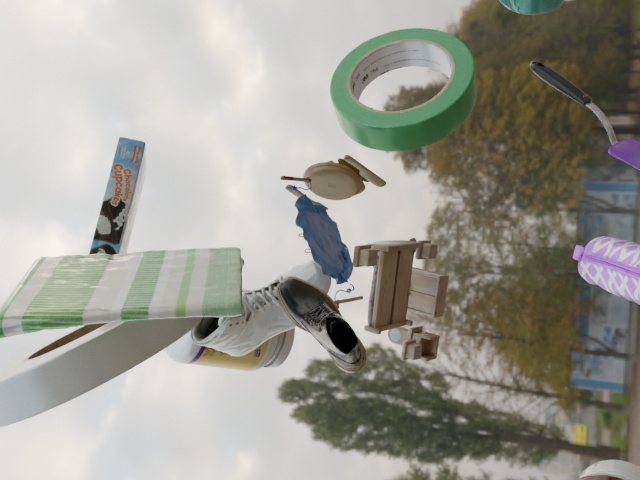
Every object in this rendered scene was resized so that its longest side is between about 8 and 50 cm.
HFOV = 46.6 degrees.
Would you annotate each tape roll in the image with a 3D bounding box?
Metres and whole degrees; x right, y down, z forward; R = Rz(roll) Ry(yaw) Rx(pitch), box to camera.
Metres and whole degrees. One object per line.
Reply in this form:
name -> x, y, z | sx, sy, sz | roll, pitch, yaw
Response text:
tape roll -> -0.385, 0.183, 1.256 | 0.072, 0.391, 0.392 | 64, -155, -7
tape roll -> 0.183, -0.340, 1.651 | 0.077, 0.321, 0.321 | 66, -147, -51

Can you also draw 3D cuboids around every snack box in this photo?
snack box -> -0.423, -0.031, 1.542 | 0.187, 0.060, 0.322 | 130, 150, -70

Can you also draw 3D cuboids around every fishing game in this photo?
fishing game -> 0.000, 0.000, 1.391 | 0.264, 0.041, 0.189 | 65, -159, 6

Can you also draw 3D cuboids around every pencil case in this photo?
pencil case -> 0.456, 0.051, 1.049 | 0.206, 0.088, 0.087 | -150, 68, -68

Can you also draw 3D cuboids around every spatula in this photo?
spatula -> 0.459, -0.208, 1.239 | 0.084, 0.296, 0.030 | -25, -25, -35

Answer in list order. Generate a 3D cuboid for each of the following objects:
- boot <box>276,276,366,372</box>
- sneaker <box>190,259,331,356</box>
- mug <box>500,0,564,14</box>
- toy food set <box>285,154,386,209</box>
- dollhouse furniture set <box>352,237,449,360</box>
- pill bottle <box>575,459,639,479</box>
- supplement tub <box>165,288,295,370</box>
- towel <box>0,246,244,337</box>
boot -> 0.001, 0.117, 1.193 | 0.077, 0.198, 0.137 | -45, -17, -10
sneaker -> -0.123, 0.131, 1.481 | 0.108, 0.292, 0.169 | 58, -164, 27
mug -> 0.389, -0.502, 1.357 | 0.097, 0.129, 0.158 | 78, -171, -56
toy food set -> 0.029, -0.125, 1.520 | 0.132, 0.192, 0.039 | 33, -129, -34
dollhouse furniture set -> 0.127, 0.142, 1.726 | 0.355, 0.173, 0.304 | -3, -78, -50
pill bottle -> 0.539, 0.585, 1.412 | 0.392, 0.224, 0.224 | -19, -69, -58
supplement tub -> -0.266, 0.254, 2.172 | 0.331, 0.241, 0.241 | 13, -102, -34
towel -> -0.272, 0.068, 1.059 | 0.248, 0.324, 0.038 | -106, 13, -71
